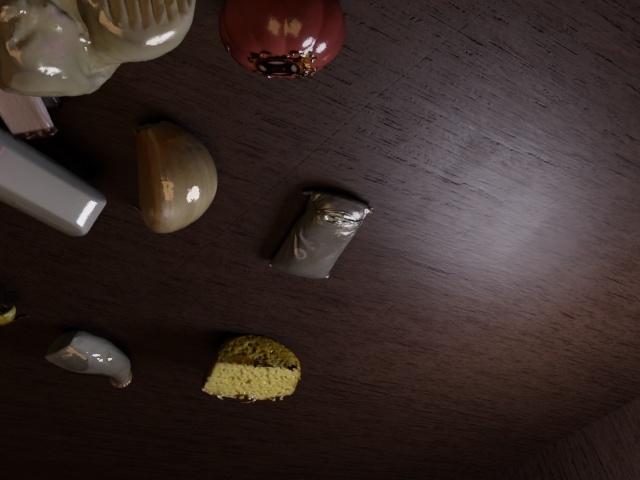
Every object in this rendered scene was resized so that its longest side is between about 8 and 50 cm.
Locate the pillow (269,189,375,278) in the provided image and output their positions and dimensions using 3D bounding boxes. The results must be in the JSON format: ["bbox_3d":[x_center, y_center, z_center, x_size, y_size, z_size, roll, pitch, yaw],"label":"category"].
[{"bbox_3d":[0.000,0.000,1.107,0.169,0.059,0.255,13,132,-22],"label":"pillow"}]

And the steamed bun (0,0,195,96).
[{"bbox_3d":[-0.332,-0.337,0.580,0.247,0.352,0.339,2,129,53],"label":"steamed bun"}]

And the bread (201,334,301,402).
[{"bbox_3d":[-0.190,0.339,1.374,0.260,0.147,0.160,7,125,-19],"label":"bread"}]

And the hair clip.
[{"bbox_3d":[-0.473,-0.308,0.715,0.085,0.101,0.331,-4,134,3],"label":"hair clip"}]

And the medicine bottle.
[{"bbox_3d":[-0.516,-0.120,0.833,0.161,0.111,0.296,19,167,41],"label":"medicine bottle"}]

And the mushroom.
[{"bbox_3d":[-0.580,0.319,1.337,0.118,0.103,0.270,-21,139,14],"label":"mushroom"}]

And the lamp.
[{"bbox_3d":[-0.053,-0.311,0.721,0.182,0.140,0.182,-1,179,0],"label":"lamp"}]

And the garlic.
[{"bbox_3d":[-0.280,-0.102,0.939,0.164,0.145,0.245,31,133,8],"label":"garlic"}]

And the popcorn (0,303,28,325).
[{"bbox_3d":[-0.805,0.175,1.136,0.195,0.168,0.173,-41,124,-19],"label":"popcorn"}]
